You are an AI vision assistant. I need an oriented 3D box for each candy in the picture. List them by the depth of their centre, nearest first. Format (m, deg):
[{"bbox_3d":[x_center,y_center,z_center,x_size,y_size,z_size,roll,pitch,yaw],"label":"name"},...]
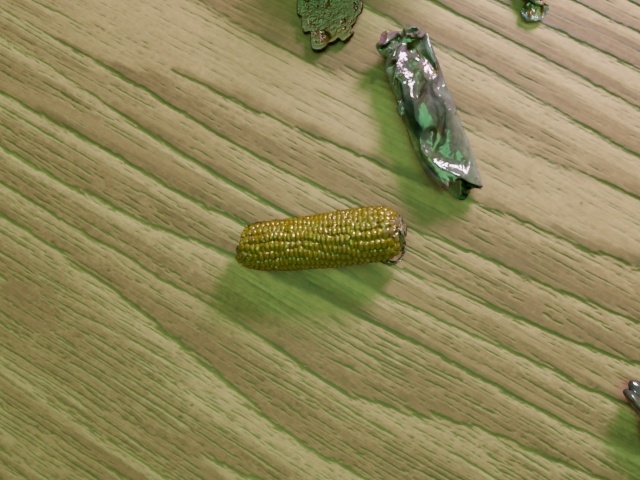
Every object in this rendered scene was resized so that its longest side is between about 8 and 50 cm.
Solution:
[{"bbox_3d":[0.348,-0.457,1.047,0.053,0.046,0.182,-11,90,9],"label":"candy"}]

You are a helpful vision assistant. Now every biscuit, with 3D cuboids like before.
[{"bbox_3d":[0.008,-0.399,1.104,0.119,0.019,0.130,-41,85,5],"label":"biscuit"}]

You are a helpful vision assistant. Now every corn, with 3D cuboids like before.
[{"bbox_3d":[0.000,0.000,1.063,0.293,0.106,0.106,-5,88,10],"label":"corn"}]

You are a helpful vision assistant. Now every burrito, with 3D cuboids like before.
[{"bbox_3d":[0.180,-0.210,1.055,0.096,0.066,0.309,-22,89,4],"label":"burrito"}]

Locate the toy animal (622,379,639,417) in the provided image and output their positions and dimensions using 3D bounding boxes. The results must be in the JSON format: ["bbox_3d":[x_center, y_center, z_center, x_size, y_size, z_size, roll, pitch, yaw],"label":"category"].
[{"bbox_3d":[0.580,0.318,0.988,0.236,0.138,0.108,35,135,29],"label":"toy animal"}]
